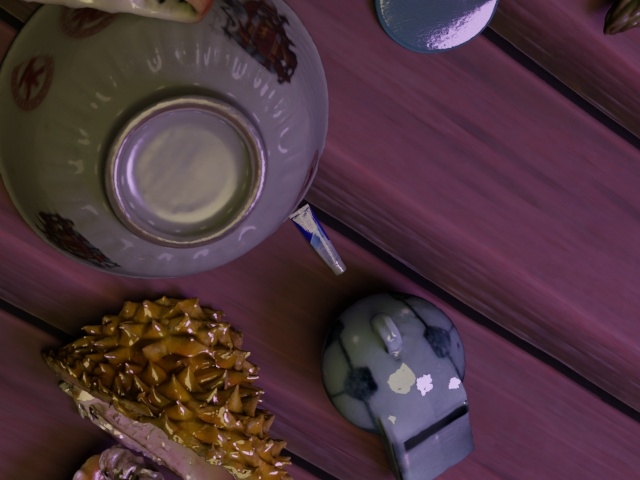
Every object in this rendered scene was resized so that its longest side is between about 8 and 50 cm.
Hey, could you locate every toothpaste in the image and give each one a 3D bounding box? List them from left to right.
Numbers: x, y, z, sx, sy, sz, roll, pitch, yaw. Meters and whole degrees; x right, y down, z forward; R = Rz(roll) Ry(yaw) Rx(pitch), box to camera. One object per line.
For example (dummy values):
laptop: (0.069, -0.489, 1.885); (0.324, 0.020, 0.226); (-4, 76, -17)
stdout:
toothpaste: (0.000, 0.000, 1.635); (0.024, 0.015, 0.083); (-35, 111, 3)

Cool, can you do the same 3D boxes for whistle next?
whistle: (0.080, 0.145, 1.662); (0.163, 0.163, 0.289); (-23, 154, -4)

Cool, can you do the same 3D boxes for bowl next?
bowl: (-0.136, -0.089, 1.484); (0.337, 0.157, 0.337); (-6, 114, -13)

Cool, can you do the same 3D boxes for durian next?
durian: (-0.116, 0.191, 1.593); (0.185, 0.195, 0.305); (-43, 114, -1)

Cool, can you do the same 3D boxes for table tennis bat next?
table tennis bat: (0.150, -0.254, 1.555); (0.201, 0.033, 0.124); (-17, 117, -4)

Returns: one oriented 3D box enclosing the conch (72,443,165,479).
conch: (-0.171, 0.358, 1.672); (0.210, 0.159, 0.291); (-27, 84, 11)

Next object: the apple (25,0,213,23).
apple: (-0.204, -0.302, 1.377); (0.265, 0.120, 0.193); (10, 89, -3)

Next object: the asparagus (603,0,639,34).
asparagus: (0.381, -0.313, 1.564); (0.080, 0.080, 0.287); (36, 101, -24)
